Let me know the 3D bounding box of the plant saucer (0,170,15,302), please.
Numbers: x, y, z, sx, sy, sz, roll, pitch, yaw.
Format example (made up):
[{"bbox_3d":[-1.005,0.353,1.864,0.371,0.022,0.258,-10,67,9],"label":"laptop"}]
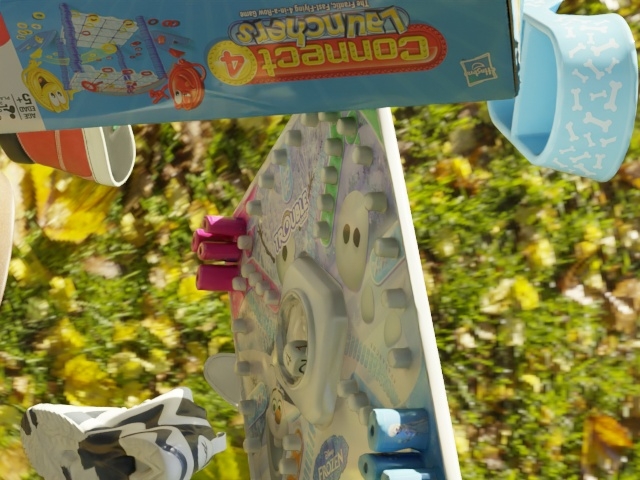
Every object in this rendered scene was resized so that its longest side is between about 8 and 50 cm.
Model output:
[{"bbox_3d":[-0.304,0.010,1.085,0.029,0.168,0.168,8,81,-25],"label":"plant saucer"}]

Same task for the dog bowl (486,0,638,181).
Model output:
[{"bbox_3d":[0.239,-0.165,1.245,0.074,0.297,0.166,1,111,-9],"label":"dog bowl"}]

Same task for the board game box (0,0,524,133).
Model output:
[{"bbox_3d":[-0.028,-0.192,0.732,0.302,0.308,0.086,-75,158,-49],"label":"board game box"}]

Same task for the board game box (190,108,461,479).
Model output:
[{"bbox_3d":[-0.022,0.081,0.984,0.050,0.390,0.390,1,63,-21],"label":"board game box"}]

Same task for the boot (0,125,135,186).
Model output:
[{"bbox_3d":[-0.311,-0.179,1.351,0.176,0.244,0.088,13,40,16],"label":"boot"}]

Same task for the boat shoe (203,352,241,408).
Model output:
[{"bbox_3d":[-0.074,0.221,1.703,0.206,0.065,0.075,23,73,-8],"label":"boat shoe"}]

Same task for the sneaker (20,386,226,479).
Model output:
[{"bbox_3d":[-0.207,0.216,1.327,0.153,0.235,0.094,-12,98,-55],"label":"sneaker"}]
